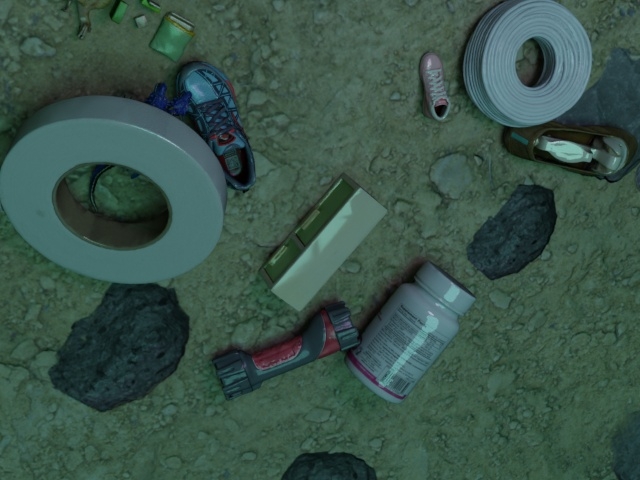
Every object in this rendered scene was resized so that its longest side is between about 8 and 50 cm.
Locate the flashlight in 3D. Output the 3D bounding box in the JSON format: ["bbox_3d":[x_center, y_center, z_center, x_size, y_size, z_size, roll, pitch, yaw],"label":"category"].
[{"bbox_3d":[-0.073,0.224,1.904,0.304,0.103,0.103,-19,147,-6],"label":"flashlight"}]

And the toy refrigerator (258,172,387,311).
[{"bbox_3d":[0.000,0.000,1.829,0.094,0.102,0.269,38,96,-28],"label":"toy refrigerator"}]

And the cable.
[{"bbox_3d":[0.414,-0.351,1.814,0.257,0.089,0.257,39,87,-23],"label":"cable"}]

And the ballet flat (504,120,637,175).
[{"bbox_3d":[0.554,-0.191,1.929,0.342,0.124,0.116,9,110,-23],"label":"ballet flat"}]

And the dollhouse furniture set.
[{"bbox_3d":[-0.290,-0.374,1.595,0.151,0.058,0.076,26,102,-26],"label":"dollhouse furniture set"}]

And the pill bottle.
[{"bbox_3d":[0.194,0.193,1.943,0.160,0.160,0.283,34,98,-28],"label":"pill bottle"}]

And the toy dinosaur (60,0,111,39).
[{"bbox_3d":[-0.388,-0.436,1.550,0.092,0.053,0.183,20,112,-41],"label":"toy dinosaur"}]

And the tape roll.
[{"bbox_3d":[-0.359,-0.077,1.590,0.392,0.072,0.392,2,135,2],"label":"tape roll"}]

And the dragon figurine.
[{"bbox_3d":[-0.341,-0.169,1.614,0.085,0.144,0.289,35,97,-27],"label":"dragon figurine"}]

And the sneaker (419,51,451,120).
[{"bbox_3d":[0.230,-0.301,1.802,0.051,0.070,0.134,-9,113,-13],"label":"sneaker"}]

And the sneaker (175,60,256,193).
[{"bbox_3d":[-0.176,-0.206,1.667,0.104,0.125,0.262,-28,118,-7],"label":"sneaker"}]
